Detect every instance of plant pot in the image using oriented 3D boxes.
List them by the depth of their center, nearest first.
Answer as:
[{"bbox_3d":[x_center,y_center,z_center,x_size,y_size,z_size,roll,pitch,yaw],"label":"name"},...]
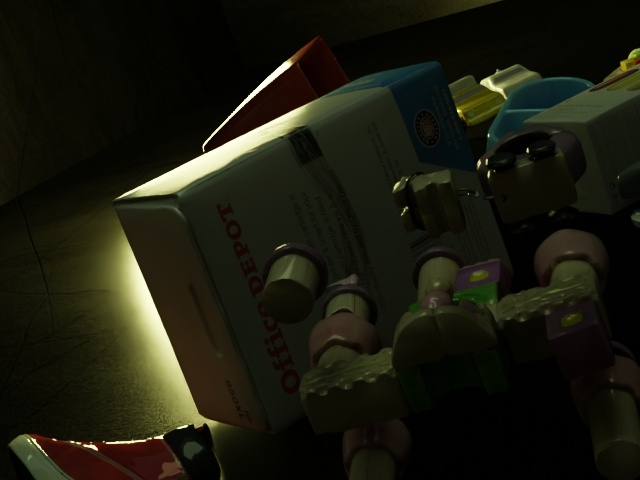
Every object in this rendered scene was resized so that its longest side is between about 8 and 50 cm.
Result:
[{"bbox_3d":[-0.047,-0.164,2.191,0.236,0.267,0.267,-28,12,16],"label":"plant pot"}]

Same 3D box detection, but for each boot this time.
[{"bbox_3d":[-0.212,0.232,1.316,0.176,0.088,0.244,-29,25,-30],"label":"boot"}]

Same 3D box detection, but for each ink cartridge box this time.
[{"bbox_3d":[0.000,0.000,1.456,0.395,0.285,0.166,-29,16,-32],"label":"ink cartridge box"}]

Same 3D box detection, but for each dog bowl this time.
[{"bbox_3d":[0.341,-0.166,1.905,0.166,0.074,0.297,1,29,22],"label":"dog bowl"}]

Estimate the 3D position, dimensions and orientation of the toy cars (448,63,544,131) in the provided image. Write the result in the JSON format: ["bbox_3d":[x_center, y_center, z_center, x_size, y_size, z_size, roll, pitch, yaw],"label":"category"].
[{"bbox_3d":[0.300,-0.266,2.281,0.176,0.087,0.393,-23,5,31],"label":"toy cars"}]

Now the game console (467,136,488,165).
[{"bbox_3d":[0.338,-0.179,2.117,0.213,0.044,0.361,-2,24,45],"label":"game console"}]

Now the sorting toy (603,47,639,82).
[{"bbox_3d":[0.628,-0.336,2.292,0.193,0.038,0.208,-11,18,32],"label":"sorting toy"}]

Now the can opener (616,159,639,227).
[{"bbox_3d":[0.493,-0.072,1.467,0.280,0.093,0.074,-13,15,8],"label":"can opener"}]

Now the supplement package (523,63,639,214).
[{"bbox_3d":[0.424,-0.147,1.711,0.244,0.134,0.139,-27,17,-24],"label":"supplement package"}]

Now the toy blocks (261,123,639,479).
[{"bbox_3d":[0.116,0.046,1.099,0.288,0.309,0.260,-16,22,15],"label":"toy blocks"}]
